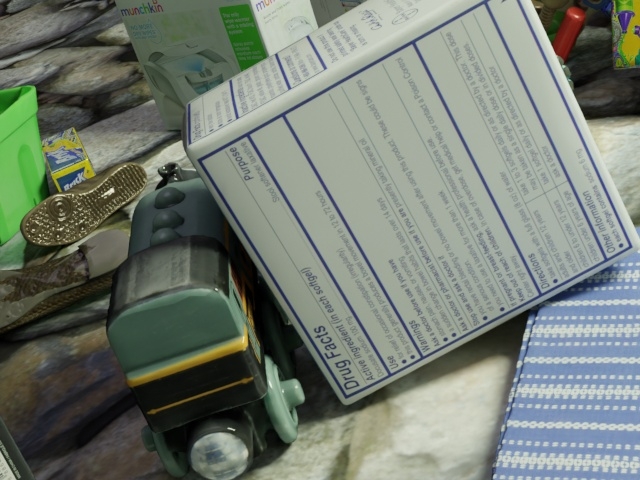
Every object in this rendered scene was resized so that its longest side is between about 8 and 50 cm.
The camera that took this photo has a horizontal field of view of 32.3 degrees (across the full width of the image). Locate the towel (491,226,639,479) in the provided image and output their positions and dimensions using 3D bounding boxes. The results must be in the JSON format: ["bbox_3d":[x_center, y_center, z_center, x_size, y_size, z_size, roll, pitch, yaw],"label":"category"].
[{"bbox_3d":[0.271,0.088,0.841,0.243,0.040,0.336,-4,32,25],"label":"towel"}]

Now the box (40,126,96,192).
[{"bbox_3d":[-0.365,-0.110,1.610,0.059,0.054,0.169,-25,28,-9],"label":"box"}]

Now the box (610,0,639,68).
[{"bbox_3d":[0.474,-0.333,1.172,0.290,0.279,0.177,4,14,38],"label":"box"}]

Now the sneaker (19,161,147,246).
[{"bbox_3d":[-0.315,-0.043,1.460,0.188,0.066,0.071,-30,11,-31],"label":"sneaker"}]

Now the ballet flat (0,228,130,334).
[{"bbox_3d":[-0.318,0.057,1.272,0.249,0.058,0.084,-23,62,4],"label":"ballet flat"}]

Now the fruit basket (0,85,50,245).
[{"bbox_3d":[-0.597,-0.144,1.487,0.392,0.392,0.283,-6,30,26],"label":"fruit basket"}]

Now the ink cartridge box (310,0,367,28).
[{"bbox_3d":[0.103,-0.409,1.730,0.171,0.168,0.232,-33,30,-27],"label":"ink cartridge box"}]

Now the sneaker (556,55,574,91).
[{"bbox_3d":[0.154,-0.117,1.252,0.283,0.110,0.122,-28,11,-23],"label":"sneaker"}]

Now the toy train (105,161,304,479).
[{"bbox_3d":[-0.101,0.058,0.964,0.142,0.190,0.334,-17,27,4],"label":"toy train"}]

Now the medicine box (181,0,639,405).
[{"bbox_3d":[0.072,-0.055,0.926,0.289,0.263,0.149,-28,22,5],"label":"medicine box"}]

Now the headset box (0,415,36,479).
[{"bbox_3d":[-0.294,0.197,0.768,0.131,0.246,0.283,-36,32,-31],"label":"headset box"}]

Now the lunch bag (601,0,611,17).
[{"bbox_3d":[0.447,-0.370,1.519,0.151,0.096,0.129,-27,26,17],"label":"lunch bag"}]

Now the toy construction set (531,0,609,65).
[{"bbox_3d":[0.267,-0.291,1.433,0.257,0.237,0.309,11,47,-4],"label":"toy construction set"}]

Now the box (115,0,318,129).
[{"bbox_3d":[-0.136,-0.290,1.598,0.262,0.231,0.127,4,35,38],"label":"box"}]
